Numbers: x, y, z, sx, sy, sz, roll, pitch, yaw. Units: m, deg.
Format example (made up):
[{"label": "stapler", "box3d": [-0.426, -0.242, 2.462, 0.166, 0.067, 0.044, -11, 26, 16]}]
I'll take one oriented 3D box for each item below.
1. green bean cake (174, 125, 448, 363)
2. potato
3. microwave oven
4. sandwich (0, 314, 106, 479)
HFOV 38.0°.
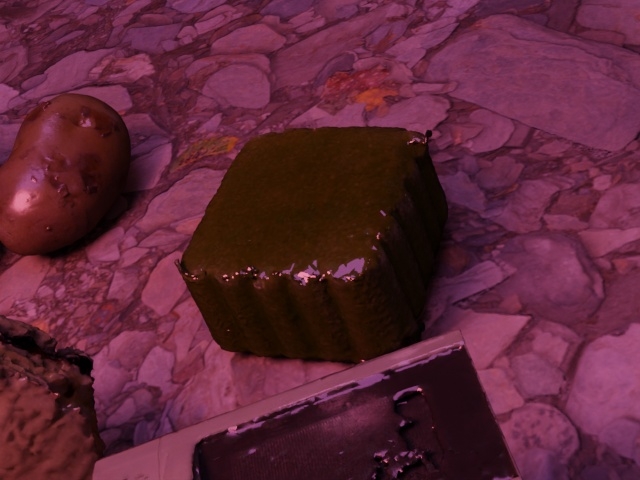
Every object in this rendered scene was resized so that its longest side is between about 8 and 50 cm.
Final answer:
[{"label": "green bean cake", "box3d": [0.000, 0.000, 1.020, 0.247, 0.156, 0.249, -1, 44, 25]}, {"label": "potato", "box3d": [-0.357, -0.090, 1.290, 0.165, 0.165, 0.262, 1, 55, 25]}, {"label": "microwave oven", "box3d": [0.008, 0.228, 0.697, 0.295, 0.237, 0.181, -21, 39, 4]}, {"label": "sandwich", "box3d": [-0.340, 0.194, 0.856, 0.262, 0.325, 0.131, -57, 30, 10]}]
